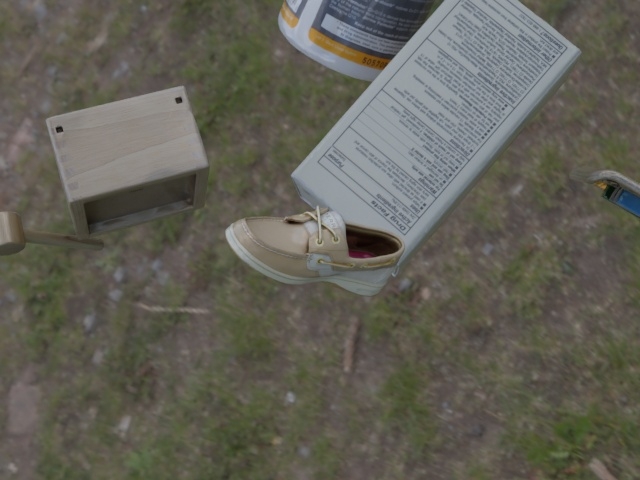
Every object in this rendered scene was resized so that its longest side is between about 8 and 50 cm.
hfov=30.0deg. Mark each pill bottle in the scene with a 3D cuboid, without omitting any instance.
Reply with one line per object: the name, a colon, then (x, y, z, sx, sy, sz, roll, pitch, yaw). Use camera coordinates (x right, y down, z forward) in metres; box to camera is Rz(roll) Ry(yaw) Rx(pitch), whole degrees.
pill bottle: (0.073, -0.333, 1.348, 0.162, 0.162, 0.278, 47, 122, 37)

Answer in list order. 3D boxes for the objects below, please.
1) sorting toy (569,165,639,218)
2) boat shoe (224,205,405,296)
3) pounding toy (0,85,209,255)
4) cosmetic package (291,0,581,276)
sorting toy: (0.399, -0.027, 1.395, 0.229, 0.307, 0.041, 26, 97, 3)
boat shoe: (0.000, 0.000, 0.963, 0.059, 0.170, 0.063, -50, 51, 26)
pounding toy: (-0.219, -0.057, 1.123, 0.206, 0.181, 0.094, -15, 77, -11)
cosmetic package: (0.122, -0.122, 1.281, 0.153, 0.129, 0.296, 42, 85, 8)
